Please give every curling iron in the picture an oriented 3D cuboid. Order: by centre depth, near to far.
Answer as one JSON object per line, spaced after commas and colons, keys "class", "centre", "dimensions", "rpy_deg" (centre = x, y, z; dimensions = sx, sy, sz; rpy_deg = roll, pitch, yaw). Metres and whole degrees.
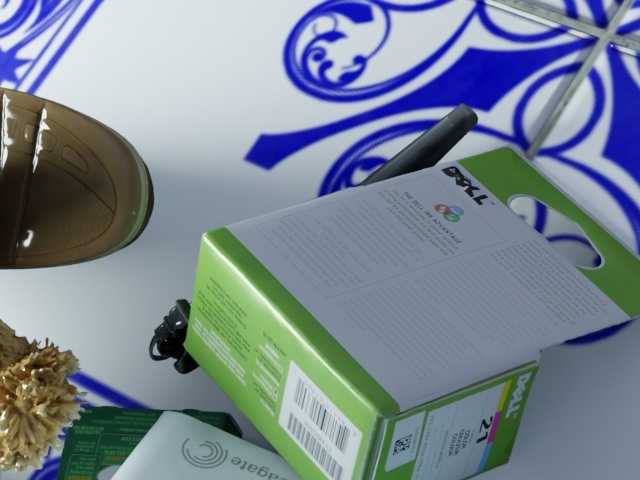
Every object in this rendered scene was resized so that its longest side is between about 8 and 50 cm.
{"class": "curling iron", "centre": [0.000, 0.000, 1.320], "dimensions": [0.274, 0.068, 0.035], "rpy_deg": [-37, 75, -9]}

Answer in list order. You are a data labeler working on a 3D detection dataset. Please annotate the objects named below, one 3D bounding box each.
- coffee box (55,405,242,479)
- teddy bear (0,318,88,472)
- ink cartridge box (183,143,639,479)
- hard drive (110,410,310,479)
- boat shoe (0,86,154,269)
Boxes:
{"class": "coffee box", "centre": [-0.122, 0.196, 1.254], "dimensions": [0.113, 0.040, 0.184], "rpy_deg": [0, 60, 17]}
{"class": "teddy bear", "centre": [-0.294, 0.048, 1.277], "dimensions": [0.245, 0.113, 0.338], "rpy_deg": [-33, 72, 24]}
{"class": "ink cartridge box", "centre": [0.073, 0.051, 1.248], "dimensions": [0.255, 0.097, 0.189], "rpy_deg": [-17, 45, -33]}
{"class": "hard drive", "centre": [-0.072, 0.259, 1.085], "dimensions": [0.233, 0.047, 0.353], "rpy_deg": [22, 44, 15]}
{"class": "boat shoe", "centre": [-0.244, -0.041, 1.388], "dimensions": [0.342, 0.123, 0.123], "rpy_deg": [1, 88, 31]}
